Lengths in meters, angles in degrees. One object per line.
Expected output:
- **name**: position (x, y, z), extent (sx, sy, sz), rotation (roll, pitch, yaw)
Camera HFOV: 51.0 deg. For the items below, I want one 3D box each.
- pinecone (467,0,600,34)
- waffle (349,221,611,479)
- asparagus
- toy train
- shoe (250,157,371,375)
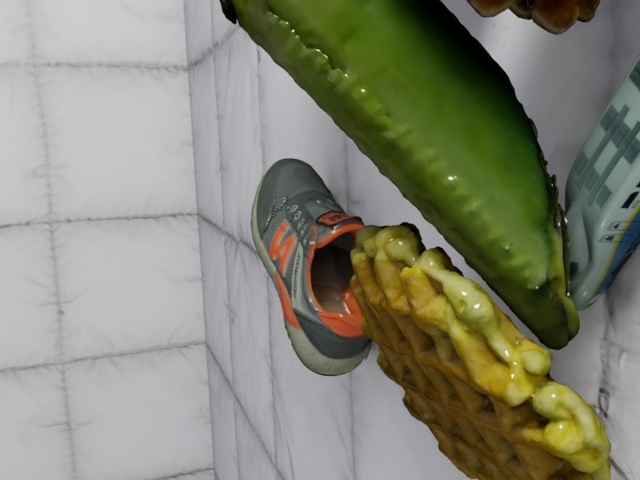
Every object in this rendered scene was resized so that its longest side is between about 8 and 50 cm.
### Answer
- **pinecone**: position (0.130, -0.236, 0.366), extent (0.186, 0.168, 0.212), rotation (32, 122, 14)
- **waffle**: position (0.117, 0.119, 0.540), extent (0.301, 0.058, 0.281), rotation (38, 158, 56)
- **asparagus**: position (0.065, -0.102, 0.461), extent (0.382, 0.128, 0.108), rotation (48, 138, 1)
- **toy train**: position (0.189, -0.030, 0.431), extent (0.234, 0.051, 0.052), rotation (105, 157, -47)
- **shoe**: position (0.000, 0.000, 0.906), extent (0.171, 0.132, 0.336), rotation (121, 139, -53)
